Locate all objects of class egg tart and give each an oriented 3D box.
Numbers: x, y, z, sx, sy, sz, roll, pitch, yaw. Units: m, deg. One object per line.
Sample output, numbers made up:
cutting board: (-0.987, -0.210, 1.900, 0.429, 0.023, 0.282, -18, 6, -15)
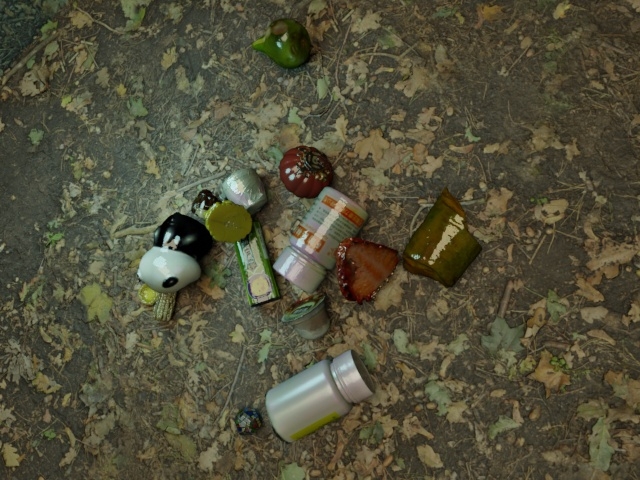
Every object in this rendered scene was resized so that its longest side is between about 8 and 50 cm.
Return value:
egg tart: (-0.755, 0.236, 2.029, 0.105, 0.039, 0.104, -2, 81, 13)

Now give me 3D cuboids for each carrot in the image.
carrot: (0.463, 0.006, 1.690, 0.242, 0.241, 0.340, 36, 95, 15)

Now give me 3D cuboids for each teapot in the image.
teapot: (-0.334, -0.183, 1.937, 0.222, 0.163, 0.178, -33, 80, 7)

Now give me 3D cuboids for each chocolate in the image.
chocolate: (-0.034, 0.310, 1.808, 0.222, 0.221, 0.147, -30, 104, 7)

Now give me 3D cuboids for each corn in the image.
corn: (-0.663, 0.249, 1.990, 0.087, 0.087, 0.210, 13, 79, 14)

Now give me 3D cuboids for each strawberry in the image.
strawberry: (0.136, 0.103, 1.746, 0.150, 0.281, 0.253, 42, 111, 51)

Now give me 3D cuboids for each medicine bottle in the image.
medicine bottle: (-0.003, 0.577, 1.718, 0.379, 0.213, 0.213, -31, 76, 7)
medicine bottle: (0.000, 0.000, 1.804, 0.219, 0.219, 0.388, 35, 91, 15)

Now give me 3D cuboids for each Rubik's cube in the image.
Rubik's cube: (-0.291, 0.720, 1.823, 0.111, 0.093, 0.111, -2, 83, 12)

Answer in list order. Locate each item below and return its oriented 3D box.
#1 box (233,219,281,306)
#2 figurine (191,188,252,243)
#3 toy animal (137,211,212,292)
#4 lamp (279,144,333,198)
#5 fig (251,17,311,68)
box: (-0.272, 0.094, 1.915, 0.134, 0.097, 0.345, -18, 78, 1)
figurine: (-0.440, -0.105, 1.897, 0.315, 0.188, 0.167, 23, 122, 51)
toy animal: (-0.608, 0.066, 1.891, 0.251, 0.250, 0.309, 9, 56, 14)
lamp: (-0.055, -0.281, 1.861, 0.227, 0.227, 0.226, -2, 81, 12)
fig: (-0.183, -0.857, 2.008, 0.275, 0.206, 0.205, 10, 83, 34)
